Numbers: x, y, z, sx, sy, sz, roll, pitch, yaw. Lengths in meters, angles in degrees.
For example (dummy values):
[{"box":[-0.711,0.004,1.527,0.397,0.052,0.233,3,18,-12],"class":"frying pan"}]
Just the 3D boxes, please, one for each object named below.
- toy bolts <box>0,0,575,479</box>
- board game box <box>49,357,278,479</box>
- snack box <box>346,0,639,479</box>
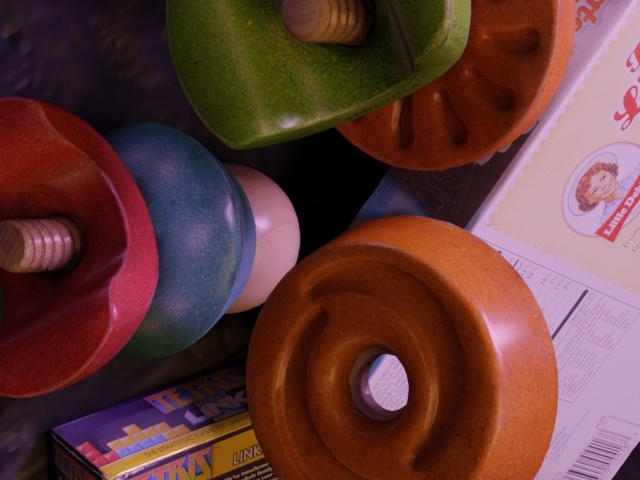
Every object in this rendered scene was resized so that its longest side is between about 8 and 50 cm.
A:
[{"box":[0.000,0.000,0.632,0.158,0.228,0.218,-4,75,-58],"class":"toy bolts"},{"box":[-0.037,0.125,0.798,0.170,0.048,0.141,-17,123,-36],"class":"board game box"},{"box":[0.133,-0.039,0.744,0.187,0.060,0.322,22,107,-45],"class":"snack box"}]
